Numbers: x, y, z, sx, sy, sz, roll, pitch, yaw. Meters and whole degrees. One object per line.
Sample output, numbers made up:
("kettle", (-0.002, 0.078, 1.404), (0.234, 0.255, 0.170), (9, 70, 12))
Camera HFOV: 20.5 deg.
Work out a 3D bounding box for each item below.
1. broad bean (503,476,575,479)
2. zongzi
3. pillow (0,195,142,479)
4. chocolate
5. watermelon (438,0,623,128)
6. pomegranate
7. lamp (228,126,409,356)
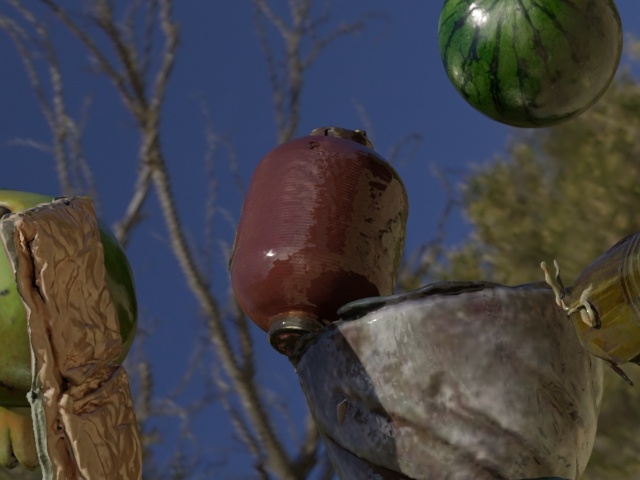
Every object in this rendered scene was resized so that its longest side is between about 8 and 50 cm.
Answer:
("broad bean", (0.201, 0.196, 1.222), (0.061, 0.195, 0.046), (91, -163, -73))
("zongzi", (0.236, 0.023, 0.903), (0.184, 0.187, 0.084), (5, -109, -22))
("pillow", (-0.153, 0.087, 1.122), (0.126, 0.043, 0.233), (-15, -84, -77))
("chocolate", (0.129, 0.180, 1.643), (0.303, 0.303, 0.213), (18, -126, -52))
("watermelon", (0.212, -0.213, 1.809), (0.188, 0.188, 0.215), (-53, -28, -14))
("pomegranate", (-0.250, 0.083, 1.506), (0.190, 0.159, 0.241), (22, -86, -48))
("lamp", (0.000, 0.000, 1.820), (0.180, 0.180, 0.258), (55, -141, -49))
